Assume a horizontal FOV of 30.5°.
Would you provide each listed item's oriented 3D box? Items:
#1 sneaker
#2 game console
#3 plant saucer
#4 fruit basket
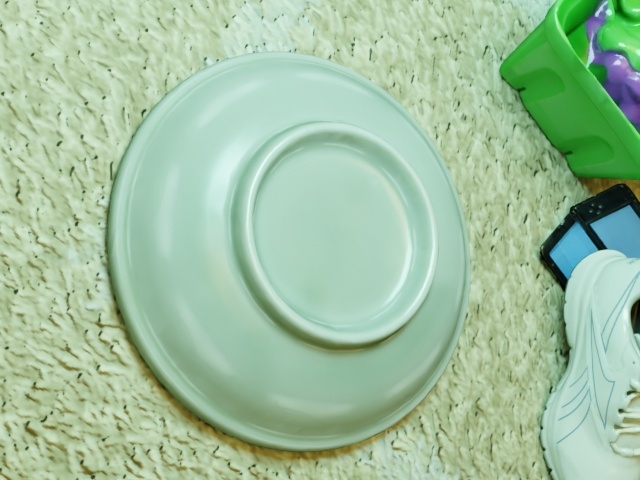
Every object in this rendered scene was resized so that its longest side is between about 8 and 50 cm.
[{"bbox_3d":[0.314,0.156,1.241,0.111,0.129,0.297,5,87,-23],"label":"sneaker"},{"bbox_3d":[0.326,0.016,1.318,0.122,0.107,0.071,51,33,-17],"label":"game console"},{"bbox_3d":[0.000,0.000,1.128,0.400,0.100,0.400,6,77,-27],"label":"plant saucer"},{"bbox_3d":[0.412,-0.265,1.259,0.392,0.392,0.283,-44,102,-29],"label":"fruit basket"}]
